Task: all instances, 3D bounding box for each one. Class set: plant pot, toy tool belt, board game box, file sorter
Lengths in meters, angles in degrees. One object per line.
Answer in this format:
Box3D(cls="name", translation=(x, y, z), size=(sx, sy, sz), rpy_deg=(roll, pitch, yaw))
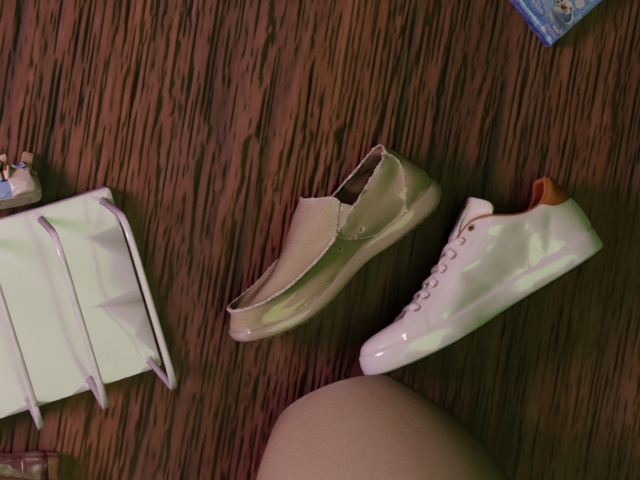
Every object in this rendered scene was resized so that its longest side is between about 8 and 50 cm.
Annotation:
Box3D(cls="plant pot", translation=(0.046, 0.248, 1.723), size=(0.284, 0.284, 0.191), rpy_deg=(-16, 66, -12))
Box3D(cls="toy tool belt", translation=(-0.316, -0.058, 1.677), size=(0.083, 0.052, 0.051), rpy_deg=(-12, 70, -16))
Box3D(cls="board game box", translation=(0.246, -0.267, 1.804), size=(0.090, 0.020, 0.090), rpy_deg=(-42, 106, -7))
Box3D(cls="file sorter", translation=(-0.298, 0.087, 1.634), size=(0.277, 0.173, 0.193), rpy_deg=(-18, 102, -11))

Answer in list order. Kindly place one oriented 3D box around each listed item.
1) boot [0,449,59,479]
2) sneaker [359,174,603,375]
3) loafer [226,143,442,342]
Box3D(cls="boot", translation=(-0.323, 0.259, 1.722), size=(0.114, 0.037, 0.106), rpy_deg=(4, 84, -19))
Box3D(cls="sneaker", translation=(0.146, 0.033, 1.792), size=(0.290, 0.106, 0.123), rpy_deg=(-32, 90, -13))
Box3D(cls="loafer", translation=(0.000, 0.000, 1.743), size=(0.268, 0.102, 0.092), rpy_deg=(-40, 105, -16))
